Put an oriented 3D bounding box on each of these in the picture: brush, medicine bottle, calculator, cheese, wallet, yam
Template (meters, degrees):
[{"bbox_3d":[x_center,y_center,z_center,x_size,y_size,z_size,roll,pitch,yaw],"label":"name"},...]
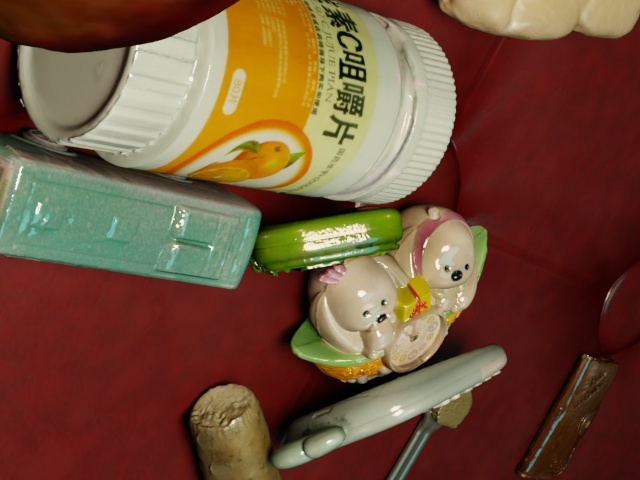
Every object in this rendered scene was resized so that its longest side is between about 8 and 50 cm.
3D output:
[{"bbox_3d":[0.088,0.269,1.472,0.062,0.027,0.266,26,97,-48],"label":"brush"},{"bbox_3d":[-0.056,-0.118,0.980,0.318,0.158,0.158,7,111,-45],"label":"medicine bottle"},{"bbox_3d":[0.067,0.158,1.286,0.184,0.042,0.295,-28,173,42],"label":"calculator"},{"bbox_3d":[0.210,-0.264,1.188,0.263,0.093,0.159,-7,117,-39],"label":"cheese"},{"bbox_3d":[0.315,0.223,1.659,0.095,0.026,0.176,14,106,-50],"label":"wallet"},{"bbox_3d":[-0.060,0.289,1.306,0.083,0.083,0.371,-31,131,-26],"label":"yam"}]

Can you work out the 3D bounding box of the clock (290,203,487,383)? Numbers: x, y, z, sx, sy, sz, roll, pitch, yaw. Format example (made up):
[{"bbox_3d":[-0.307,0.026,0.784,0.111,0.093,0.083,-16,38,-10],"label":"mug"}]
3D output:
[{"bbox_3d":[0.068,0.045,1.249,0.231,0.103,0.144,-31,142,-24],"label":"clock"}]

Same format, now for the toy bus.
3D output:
[{"bbox_3d":[-0.159,-0.019,0.991,0.262,0.109,0.091,10,103,-47],"label":"toy bus"}]

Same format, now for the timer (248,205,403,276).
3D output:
[{"bbox_3d":[0.000,0.000,1.121,0.128,0.140,0.047,-10,92,-12],"label":"timer"}]

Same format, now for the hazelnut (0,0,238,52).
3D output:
[{"bbox_3d":[-0.142,-0.294,0.619,0.402,0.402,0.429,-52,128,-4],"label":"hazelnut"}]
